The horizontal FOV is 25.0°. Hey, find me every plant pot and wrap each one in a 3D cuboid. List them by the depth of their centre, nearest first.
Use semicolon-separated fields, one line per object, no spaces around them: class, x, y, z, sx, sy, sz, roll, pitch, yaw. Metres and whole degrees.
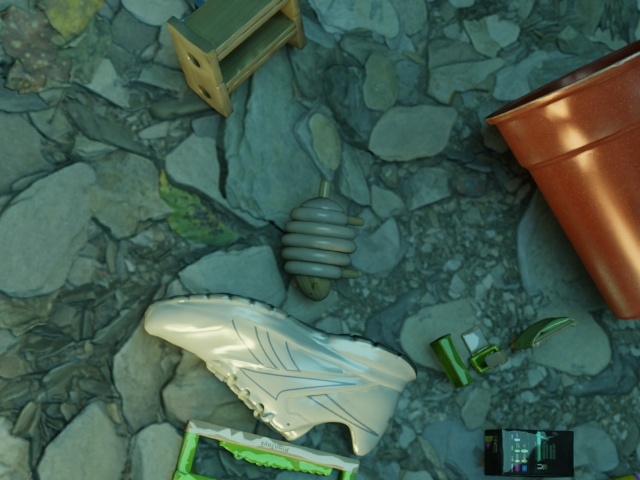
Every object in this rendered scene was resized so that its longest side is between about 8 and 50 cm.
plant pot;0.357;-0.073;1.571;0.272;0.272;0.265;-27;95;-15

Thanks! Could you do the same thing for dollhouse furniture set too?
dollhouse furniture set;-0.128;-0.257;1.577;0.183;0.129;0.129;40;74;23
dollhouse furniture set;0.200;0.103;1.587;0.151;0.076;0.059;-27;87;-14

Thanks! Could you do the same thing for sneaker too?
sneaker;-0.048;0.136;1.516;0.297;0.111;0.129;20;82;-6

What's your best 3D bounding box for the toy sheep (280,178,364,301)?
toy sheep;0.000;0.000;1.561;0.091;0.091;0.132;5;84;-11

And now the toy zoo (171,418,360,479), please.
toy zoo;-0.082;0.351;1.505;0.192;0.030;0.293;15;77;-9

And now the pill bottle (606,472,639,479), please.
pill bottle;0.320;0.287;1.594;0.083;0.043;0.043;-12;82;-13

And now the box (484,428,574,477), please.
box;0.227;0.232;1.575;0.083;0.062;0.052;3;80;-11
